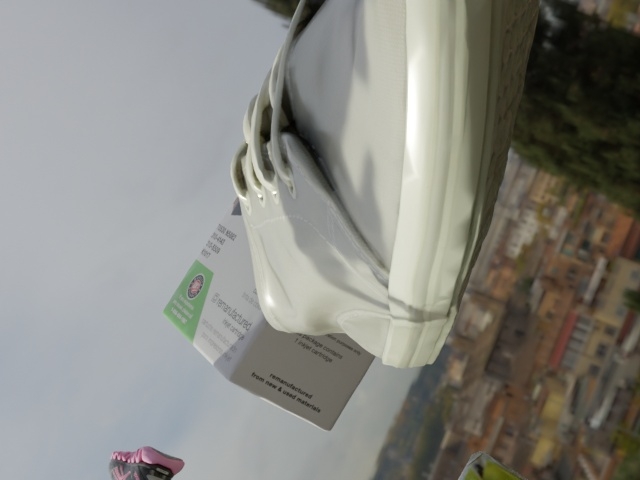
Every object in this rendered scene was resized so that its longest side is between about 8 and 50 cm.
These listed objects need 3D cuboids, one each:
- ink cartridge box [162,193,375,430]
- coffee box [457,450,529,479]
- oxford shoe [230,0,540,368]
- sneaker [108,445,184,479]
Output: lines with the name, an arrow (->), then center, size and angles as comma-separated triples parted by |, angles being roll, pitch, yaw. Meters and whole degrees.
ink cartridge box -> 0.000, 0.000, 1.047 | 0.278, 0.117, 0.201 | -58, 27, -1
coffee box -> 0.124, 0.313, 0.425 | 0.337, 0.338, 0.334 | -59, -15, -7
oxford shoe -> 0.022, -0.044, 0.539 | 0.449, 0.130, 0.169 | 92, -164, -71
sneaker -> -0.154, 0.206, 0.970 | 0.119, 0.047, 0.057 | -33, 39, 62
